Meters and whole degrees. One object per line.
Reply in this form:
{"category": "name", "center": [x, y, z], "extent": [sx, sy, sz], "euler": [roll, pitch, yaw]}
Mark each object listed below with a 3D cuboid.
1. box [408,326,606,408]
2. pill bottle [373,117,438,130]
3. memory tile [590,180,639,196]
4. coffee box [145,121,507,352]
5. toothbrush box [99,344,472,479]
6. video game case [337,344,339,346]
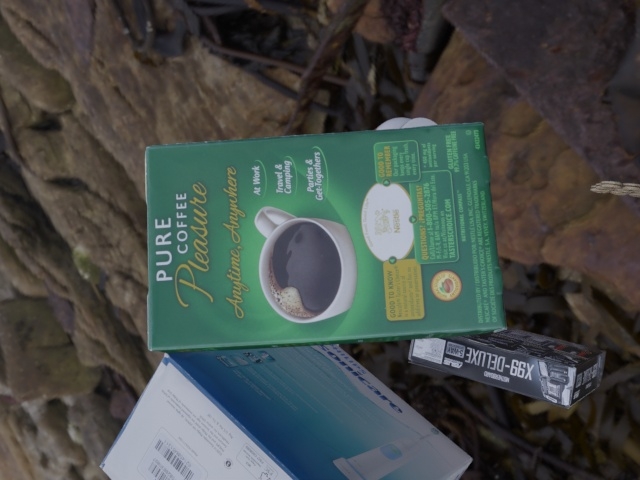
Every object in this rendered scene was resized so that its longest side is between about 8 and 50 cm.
{"category": "box", "center": [0.357, 0.219, 1.494], "extent": [0.307, 0.242, 0.077], "euler": [12, 96, 30]}
{"category": "pill bottle", "center": [0.157, -0.171, 1.823], "extent": [0.182, 0.181, 0.323], "euler": [62, 151, 0]}
{"category": "memory tile", "center": [0.591, -0.093, 1.478], "extent": [0.113, 0.148, 0.012], "euler": [23, -106, -85]}
{"category": "coffee box", "center": [0.000, 0.000, 0.422], "extent": [0.040, 0.184, 0.113], "euler": [76, -171, -80]}
{"category": "toothbrush box", "center": [-0.014, 0.205, 0.732], "extent": [0.216, 0.295, 0.126], "euler": [37, 104, 23]}
{"category": "video game case", "center": [-0.025, 0.203, 1.215], "extent": [0.157, 0.019, 0.143], "euler": [-17, 77, 47]}
